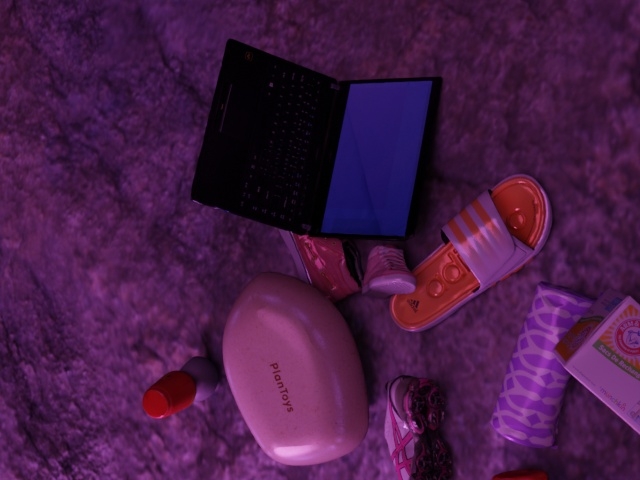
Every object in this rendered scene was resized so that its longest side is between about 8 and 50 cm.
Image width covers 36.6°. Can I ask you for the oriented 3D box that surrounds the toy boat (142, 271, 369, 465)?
[{"bbox_3d":[-0.087,0.181,1.335,0.318,0.148,0.267,-13,94,23],"label":"toy boat"}]

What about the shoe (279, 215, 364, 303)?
[{"bbox_3d":[0.000,0.000,1.334,0.081,0.063,0.178,-23,82,25],"label":"shoe"}]

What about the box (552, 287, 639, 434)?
[{"bbox_3d":[0.366,0.158,1.050,0.203,0.114,0.103,42,96,5],"label":"box"}]

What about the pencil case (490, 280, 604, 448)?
[{"bbox_3d":[0.274,0.152,1.162,0.088,0.086,0.206,16,99,-6],"label":"pencil case"}]

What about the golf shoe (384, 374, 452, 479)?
[{"bbox_3d":[0.122,0.268,1.259,0.086,0.067,0.186,-5,87,58],"label":"golf shoe"}]

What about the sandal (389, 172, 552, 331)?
[{"bbox_3d":[0.181,0.026,1.221,0.265,0.076,0.102,-46,68,20],"label":"sandal"}]

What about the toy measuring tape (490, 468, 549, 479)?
[{"bbox_3d":[0.277,0.318,1.086,0.330,0.121,0.121,-15,80,50],"label":"toy measuring tape"}]

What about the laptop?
[{"bbox_3d":[-0.005,-0.134,1.263,0.136,0.264,0.234,-20,55,63],"label":"laptop"}]

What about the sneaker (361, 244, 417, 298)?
[{"bbox_3d":[0.090,0.035,1.255,0.051,0.134,0.070,15,78,-13],"label":"sneaker"}]
